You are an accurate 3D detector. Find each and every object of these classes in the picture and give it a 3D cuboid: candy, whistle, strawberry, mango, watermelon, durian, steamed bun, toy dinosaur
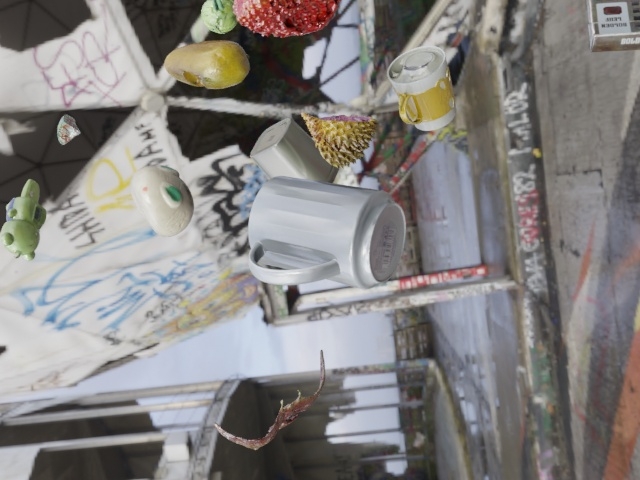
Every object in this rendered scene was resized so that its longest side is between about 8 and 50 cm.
[{"bbox_3d":[-0.249,-0.581,1.589,0.092,0.093,0.335,-56,0,-6],"label":"candy"},{"bbox_3d":[-0.726,-0.053,1.647,0.105,0.085,0.227,56,-156,-53],"label":"whistle"},{"bbox_3d":[-0.033,-0.449,1.204,0.286,0.106,0.188,-46,-40,-43],"label":"strawberry"},{"bbox_3d":[-0.327,-0.505,1.930,0.167,0.262,0.130,-44,-45,-44],"label":"mango"},{"bbox_3d":[-0.674,-0.304,1.816,0.085,0.061,0.085,-159,90,-86],"label":"watermelon"},{"bbox_3d":[0.076,-0.296,1.985,0.260,0.154,0.186,-29,-44,-44],"label":"durian"},{"bbox_3d":[-0.435,-0.119,1.895,0.228,0.131,0.177,62,-171,-49],"label":"steamed bun"},{"bbox_3d":[-0.100,0.422,1.777,0.113,0.327,0.206,46,176,19],"label":"toy dinosaur"}]

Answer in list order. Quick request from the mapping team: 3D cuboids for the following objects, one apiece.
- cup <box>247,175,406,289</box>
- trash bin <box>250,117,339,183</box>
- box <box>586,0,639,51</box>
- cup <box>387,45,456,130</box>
[{"bbox_3d":[0.000,0.000,1.614,0.323,0.327,0.236,-48,-40,-40],"label":"cup"},{"bbox_3d":[-0.098,-0.284,2.409,0.250,0.219,0.220,46,-135,-28],"label":"trash bin"},{"bbox_3d":[0.611,-0.496,1.308,0.047,0.180,0.324,70,-155,-56],"label":"box"},{"bbox_3d":[0.315,-0.454,2.105,0.241,0.185,0.226,-56,-43,-24],"label":"cup"}]
